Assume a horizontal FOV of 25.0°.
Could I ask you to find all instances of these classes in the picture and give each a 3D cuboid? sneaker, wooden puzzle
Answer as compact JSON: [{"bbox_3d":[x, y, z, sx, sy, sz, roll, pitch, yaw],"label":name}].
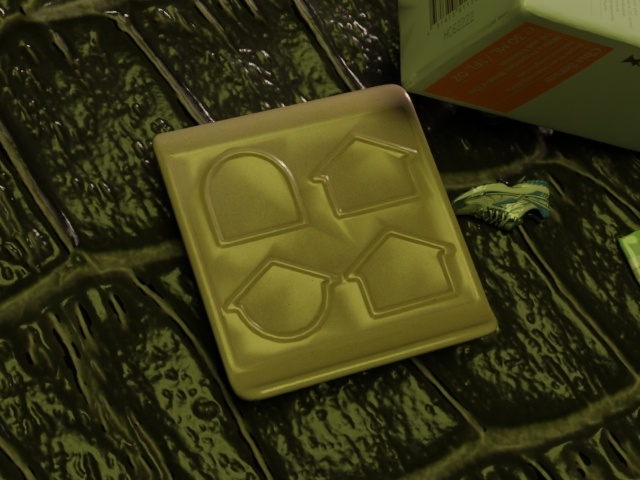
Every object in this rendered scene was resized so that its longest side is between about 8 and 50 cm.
[{"bbox_3d":[0.221,-0.039,1.751,0.135,0.052,0.058,-7,75,-15],"label":"sneaker"},{"bbox_3d":[0.000,0.000,1.675,0.322,0.080,0.348,-14,68,-18],"label":"wooden puzzle"}]

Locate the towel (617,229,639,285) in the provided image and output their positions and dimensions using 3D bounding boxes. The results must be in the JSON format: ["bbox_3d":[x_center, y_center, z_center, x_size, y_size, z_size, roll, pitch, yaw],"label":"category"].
[{"bbox_3d":[0.449,0.044,1.786,0.113,0.023,0.152,-21,75,-21],"label":"towel"}]

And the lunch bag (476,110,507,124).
[{"bbox_3d":[0.234,-0.194,1.807,0.098,0.065,0.067,-24,60,-20],"label":"lunch bag"}]

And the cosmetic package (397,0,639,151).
[{"bbox_3d":[0.338,-0.238,1.688,0.453,0.230,0.162,10,67,-29],"label":"cosmetic package"}]
